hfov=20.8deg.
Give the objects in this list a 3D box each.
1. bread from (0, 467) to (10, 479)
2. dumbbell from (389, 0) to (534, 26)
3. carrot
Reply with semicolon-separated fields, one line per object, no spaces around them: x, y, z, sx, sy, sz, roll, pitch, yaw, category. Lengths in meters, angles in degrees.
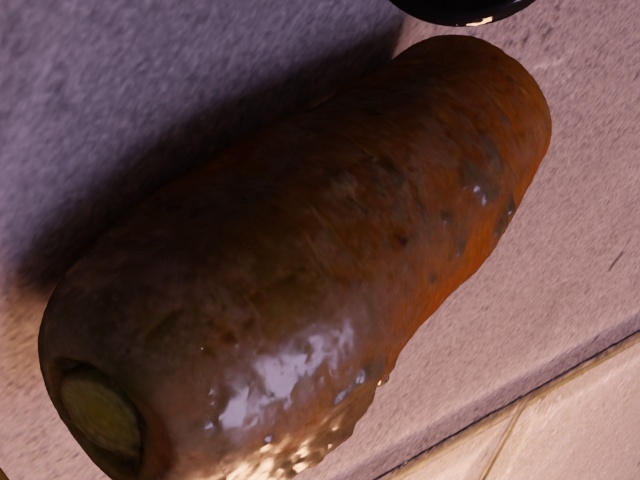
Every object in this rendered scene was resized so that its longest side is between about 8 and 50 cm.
-0.196;0.161;0.648;0.217;0.098;0.147;-45;153;-30;bread
0.056;-0.151;0.725;0.099;0.099;0.208;-54;160;-6;dumbbell
0.000;0.000;0.799;0.302;0.139;0.139;-46;158;-43;carrot
